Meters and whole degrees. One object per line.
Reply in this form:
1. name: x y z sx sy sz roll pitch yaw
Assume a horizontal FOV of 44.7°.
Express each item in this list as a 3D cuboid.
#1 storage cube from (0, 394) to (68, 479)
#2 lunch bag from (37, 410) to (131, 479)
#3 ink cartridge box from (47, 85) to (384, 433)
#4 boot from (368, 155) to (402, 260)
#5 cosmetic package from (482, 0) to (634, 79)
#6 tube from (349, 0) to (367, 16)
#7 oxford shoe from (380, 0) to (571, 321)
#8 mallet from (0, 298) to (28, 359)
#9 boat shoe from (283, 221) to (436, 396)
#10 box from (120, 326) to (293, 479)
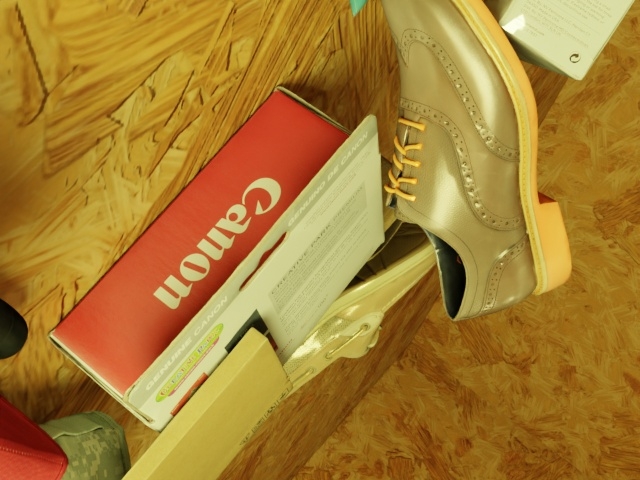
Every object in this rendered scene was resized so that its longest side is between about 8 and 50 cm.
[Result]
1. storage cube: -0.243 0.087 0.264 0.215 0.183 0.193 -50 164 -16
2. lunch bag: -0.276 0.277 0.626 0.287 0.168 0.235 -61 165 1
3. ink cartridge box: -0.080 0.026 0.725 0.309 0.130 0.272 -50 161 -16
4. boot: 0.000 0.000 0.951 0.305 0.115 0.112 -44 165 -25
5. cosmetic package: 0.252 -0.325 0.778 0.284 0.097 0.377 -56 -171 15
6. tube: 0.038 -0.252 0.647 0.080 0.052 0.207 -50 171 5
7. oxford shoe: 0.115 -0.082 0.699 0.132 0.364 0.130 -28 -159 -6
8. mallet: -0.275 0.111 0.518 0.190 0.039 0.062 -49 161 -6
9. boat shoe: 0.025 0.100 1.055 0.341 0.110 0.122 -34 -154 6
10. box: -0.105 0.181 0.690 0.201 0.021 0.164 -48 159 -15
